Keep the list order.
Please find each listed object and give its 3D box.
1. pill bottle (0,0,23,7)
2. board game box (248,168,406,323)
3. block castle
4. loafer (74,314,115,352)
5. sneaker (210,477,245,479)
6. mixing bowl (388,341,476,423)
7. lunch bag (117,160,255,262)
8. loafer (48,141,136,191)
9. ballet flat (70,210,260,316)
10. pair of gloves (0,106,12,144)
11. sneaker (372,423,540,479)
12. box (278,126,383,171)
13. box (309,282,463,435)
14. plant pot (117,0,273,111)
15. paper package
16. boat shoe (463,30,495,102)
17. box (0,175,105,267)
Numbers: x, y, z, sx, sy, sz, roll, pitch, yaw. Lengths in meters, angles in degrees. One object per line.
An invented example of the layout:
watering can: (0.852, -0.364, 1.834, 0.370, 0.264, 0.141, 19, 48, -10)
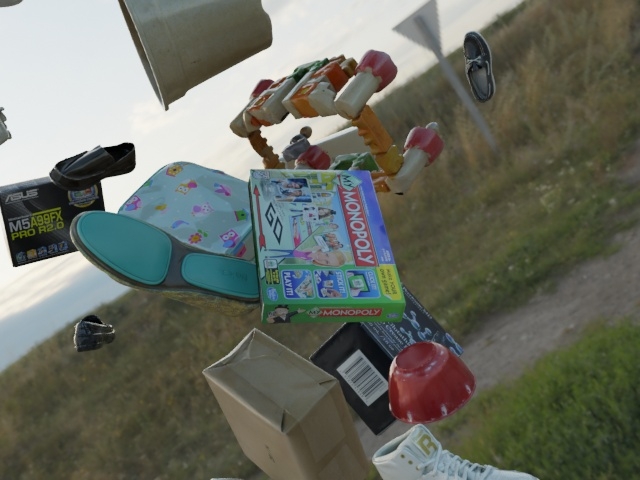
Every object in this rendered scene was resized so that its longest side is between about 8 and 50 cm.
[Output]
pill bottle: (-0.521, -0.600, 1.303, 0.392, 0.224, 0.224, -55, -6, 28)
board game box: (0.000, 0.000, 1.299, 0.214, 0.046, 0.317, -1, 43, -10)
block castle: (0.032, -0.265, 1.881, 0.453, 0.303, 0.213, -1, 44, 48)
loafer: (-0.546, 0.218, 1.967, 0.076, 0.078, 0.223, -7, 0, -2)
sneaker: (-0.199, 0.603, 1.812, 0.079, 0.121, 0.217, -2, -25, 7)
mixing bowl: (0.205, 0.263, 1.593, 0.181, 0.098, 0.181, -20, 23, 9)
lunch bag: (-0.240, -0.031, 1.556, 0.224, 0.279, 0.108, -55, -28, -33)
loafer: (-0.494, -0.175, 1.771, 0.220, 0.080, 0.078, -30, -23, -47)
ballet flat: (-0.258, 0.052, 1.374, 0.123, 0.349, 0.123, -162, 90, -72)
pair of gloves: (-0.796, -0.313, 1.817, 0.042, 0.240, 0.204, -25, 3, 24)
sneaker: (0.208, 0.379, 1.317, 0.292, 0.169, 0.108, -23, 11, 43)
box: (0.016, -0.215, 2.307, 0.311, 0.148, 0.121, -25, 13, -20)
box: (0.204, 0.335, 2.375, 0.212, 0.293, 0.395, -46, -10, 25)
plant pot: (-0.291, -0.515, 1.930, 0.305, 0.333, 0.334, -22, 2, -10)
paper package: (-0.074, 0.408, 1.819, 0.168, 0.325, 0.309, -40, 42, -26)
boat shoe: (0.275, -0.303, 1.421, 0.046, 0.125, 0.038, -2, 26, 31)
box: (-0.715, -0.065, 2.177, 0.270, 0.216, 0.060, -16, 30, -29)
